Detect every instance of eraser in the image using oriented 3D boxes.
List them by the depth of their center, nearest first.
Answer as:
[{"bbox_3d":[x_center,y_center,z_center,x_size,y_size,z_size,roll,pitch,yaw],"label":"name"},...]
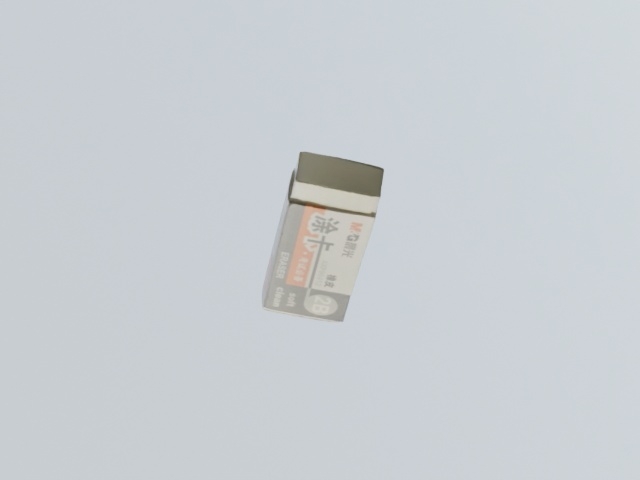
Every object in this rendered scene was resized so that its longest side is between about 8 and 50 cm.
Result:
[{"bbox_3d":[0.000,0.000,1.009,0.052,0.122,0.029,11,-129,-5],"label":"eraser"}]
